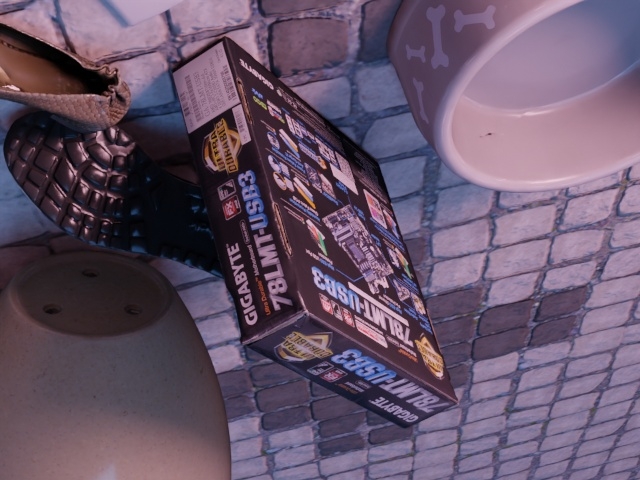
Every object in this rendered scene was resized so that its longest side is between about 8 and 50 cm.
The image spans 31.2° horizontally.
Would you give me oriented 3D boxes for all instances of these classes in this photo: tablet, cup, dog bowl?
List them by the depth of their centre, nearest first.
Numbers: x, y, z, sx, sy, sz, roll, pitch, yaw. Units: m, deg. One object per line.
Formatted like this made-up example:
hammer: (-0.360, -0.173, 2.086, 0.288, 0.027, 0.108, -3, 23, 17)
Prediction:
tablet: (-0.153, -0.207, 0.926, 0.054, 0.006, 0.083, -23, 148, 12)
dog bowl: (0.240, -0.172, 1.072, 0.348, 0.102, 0.349, -12, 149, -8)
cup: (-0.246, 0.153, 1.212, 0.331, 0.331, 0.237, -3, 122, -21)

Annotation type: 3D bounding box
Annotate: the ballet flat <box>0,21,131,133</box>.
ballet flat: (-0.246, -0.141, 0.911, 0.058, 0.084, 0.250, -18, 158, 34)

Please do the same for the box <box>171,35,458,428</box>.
box: (0.000, 0.000, 1.050, 0.073, 0.293, 0.295, -28, 148, 20)

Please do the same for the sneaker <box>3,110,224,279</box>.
sneaker: (-0.178, -0.032, 1.102, 0.283, 0.107, 0.124, 27, 172, -24)
